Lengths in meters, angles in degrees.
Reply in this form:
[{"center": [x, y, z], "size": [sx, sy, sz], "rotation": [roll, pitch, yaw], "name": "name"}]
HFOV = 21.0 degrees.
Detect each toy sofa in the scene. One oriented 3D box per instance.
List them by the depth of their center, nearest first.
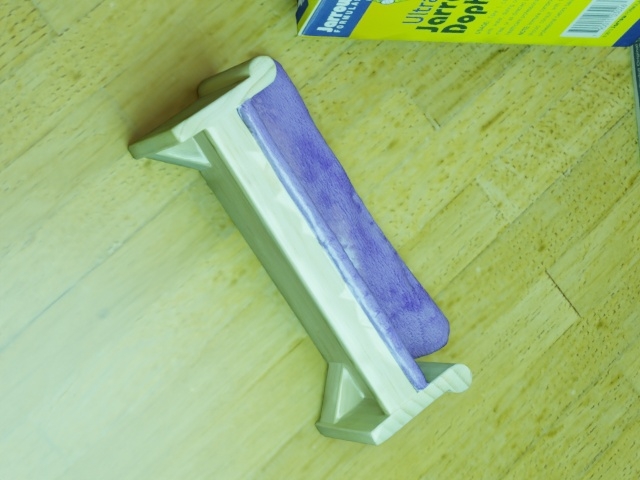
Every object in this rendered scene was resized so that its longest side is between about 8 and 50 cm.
[{"center": [0.000, 0.000, 1.614], "size": [0.177, 0.150, 0.362], "rotation": [-36, 100, -19], "name": "toy sofa"}]

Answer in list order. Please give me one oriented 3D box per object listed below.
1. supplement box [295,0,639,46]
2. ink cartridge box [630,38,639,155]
[{"center": [0.162, -0.312, 1.635], "size": [0.357, 0.195, 0.194], "rotation": [-1, 71, -17], "name": "supplement box"}, {"center": [0.452, -0.179, 1.843], "size": [0.235, 0.088, 0.193], "rotation": [-3, 86, -22], "name": "ink cartridge box"}]
